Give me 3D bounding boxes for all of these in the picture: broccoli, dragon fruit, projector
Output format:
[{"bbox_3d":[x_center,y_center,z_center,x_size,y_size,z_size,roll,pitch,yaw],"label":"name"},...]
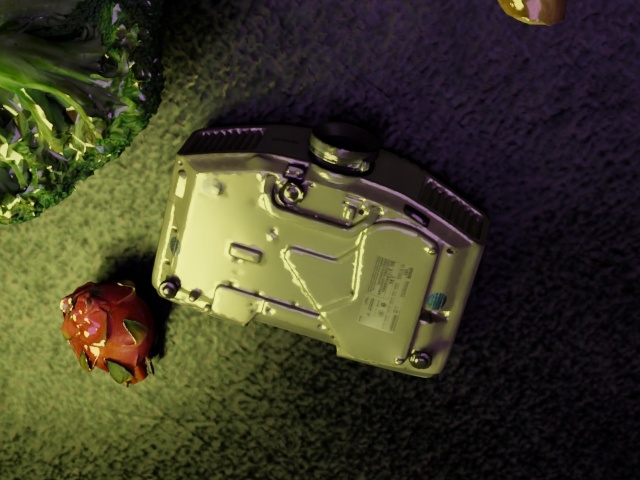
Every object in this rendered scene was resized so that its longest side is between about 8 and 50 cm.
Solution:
[{"bbox_3d":[-0.267,-0.162,1.018,0.308,0.275,0.307,11,108,35],"label":"broccoli"},{"bbox_3d":[-0.189,0.087,1.196,0.081,0.086,0.116,-35,114,-18],"label":"dragon fruit"},{"bbox_3d":[0.000,0.000,1.120,0.270,0.088,0.193,16,116,4],"label":"projector"}]

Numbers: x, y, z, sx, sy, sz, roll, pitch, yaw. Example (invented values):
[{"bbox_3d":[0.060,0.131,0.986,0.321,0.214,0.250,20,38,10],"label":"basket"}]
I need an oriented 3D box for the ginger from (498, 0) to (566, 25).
[{"bbox_3d":[0.073,-0.265,1.015,0.299,0.065,0.118,35,113,-7],"label":"ginger"}]
